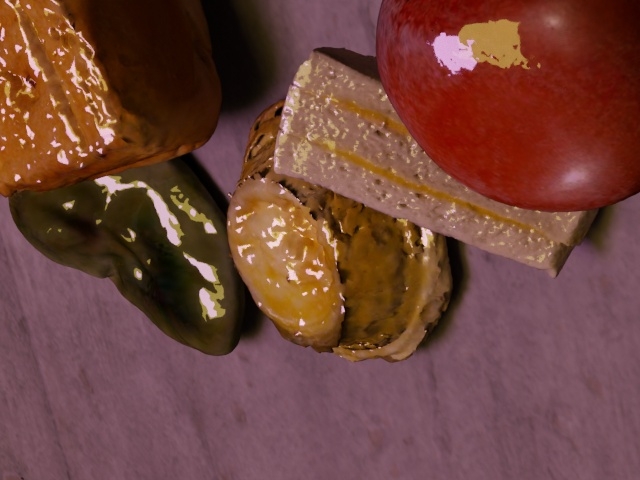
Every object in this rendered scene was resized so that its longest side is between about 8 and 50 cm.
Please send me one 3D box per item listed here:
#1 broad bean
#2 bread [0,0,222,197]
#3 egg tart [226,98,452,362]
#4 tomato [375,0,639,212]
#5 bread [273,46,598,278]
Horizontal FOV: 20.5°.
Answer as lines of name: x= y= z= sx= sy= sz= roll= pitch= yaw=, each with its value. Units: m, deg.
broad bean: x=-0.129 y=-0.005 z=1.285 sx=0.207 sy=0.072 sz=0.153 roll=30 pitch=139 yaw=18
bread: x=-0.178 y=-0.180 z=1.136 sx=0.167 sy=0.132 sz=0.294 roll=-15 pitch=95 yaw=49
egg tart: x=0.000 y=0.000 z=1.118 sx=0.191 sy=0.074 sz=0.191 roll=29 pitch=132 yaw=38
tomato: x=0.101 y=-0.099 z=0.848 sx=0.167 sy=0.167 sz=0.167 roll=30 pitch=135 yaw=35
bread: x=0.065 y=-0.041 z=0.969 sx=0.152 sy=0.105 sz=0.077 roll=36 pitch=118 yaw=29
